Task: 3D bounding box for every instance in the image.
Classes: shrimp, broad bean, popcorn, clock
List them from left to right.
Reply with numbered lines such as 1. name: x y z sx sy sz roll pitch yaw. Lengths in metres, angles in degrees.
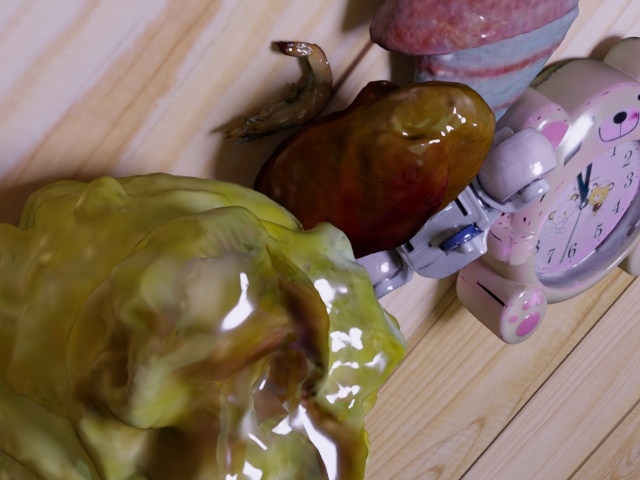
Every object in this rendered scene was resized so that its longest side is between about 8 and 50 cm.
1. popcorn: -0.116 0.092 0.663 0.312 0.312 0.312 -22 135 -24
2. shrimp: -0.037 -0.126 0.746 0.114 0.023 0.083 -29 135 -25
3. broad bean: 0.040 -0.063 0.751 0.156 0.122 0.228 19 137 -40
4. clock: 0.285 -0.055 1.003 0.284 0.114 0.309 -24 135 -20

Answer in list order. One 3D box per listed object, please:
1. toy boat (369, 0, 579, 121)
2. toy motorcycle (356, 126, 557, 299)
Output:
1. toy boat: 0.130 -0.144 0.820 0.206 0.096 0.282 -13 140 -21
2. toy motorcycle: 0.122 -0.025 0.876 0.254 0.112 0.112 -35 145 27
